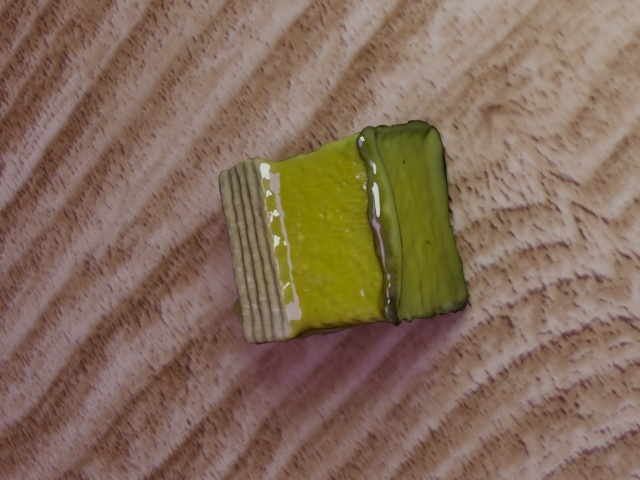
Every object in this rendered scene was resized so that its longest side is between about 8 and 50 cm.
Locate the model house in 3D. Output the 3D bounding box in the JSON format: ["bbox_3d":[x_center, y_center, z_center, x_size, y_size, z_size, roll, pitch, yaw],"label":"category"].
[{"bbox_3d":[0.000,0.000,1.463,0.234,0.174,0.194,-11,90,27],"label":"model house"}]
